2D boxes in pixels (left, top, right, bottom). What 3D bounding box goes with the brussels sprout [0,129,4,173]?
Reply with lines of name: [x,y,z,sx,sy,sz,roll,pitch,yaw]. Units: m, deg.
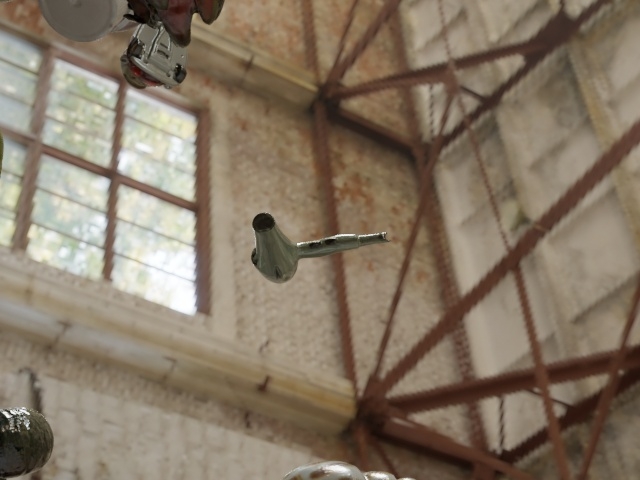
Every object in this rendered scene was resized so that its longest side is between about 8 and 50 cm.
brussels sprout: [-0.635,-0.169,2.233,0.183,0.131,0.145,63,-37,25]

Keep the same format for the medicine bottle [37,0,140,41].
medicine bottle: [-0.252,-0.334,1.544,0.147,0.147,0.247,-51,-172,33]

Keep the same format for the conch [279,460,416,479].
conch: [0.048,0.421,1.954,0.149,0.274,0.183,113,-29,-54]

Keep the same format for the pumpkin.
pumpkin: [-0.611,0.394,2.377,0.211,0.211,0.152,-33,-113,52]

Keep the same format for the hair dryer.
hair dryer: [-0.026,-0.008,2.402,0.267,0.229,0.092,-20,-118,17]

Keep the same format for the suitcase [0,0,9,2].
suitcase: [-0.479,-0.464,1.581,0.194,0.339,0.352,-96,-176,-45]

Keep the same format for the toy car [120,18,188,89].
toy car: [-0.298,-0.321,2.190,0.112,0.112,0.139,-28,-138,44]

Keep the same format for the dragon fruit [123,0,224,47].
dragon fruit: [-0.158,-0.319,1.291,0.189,0.182,0.182,-53,-152,42]
